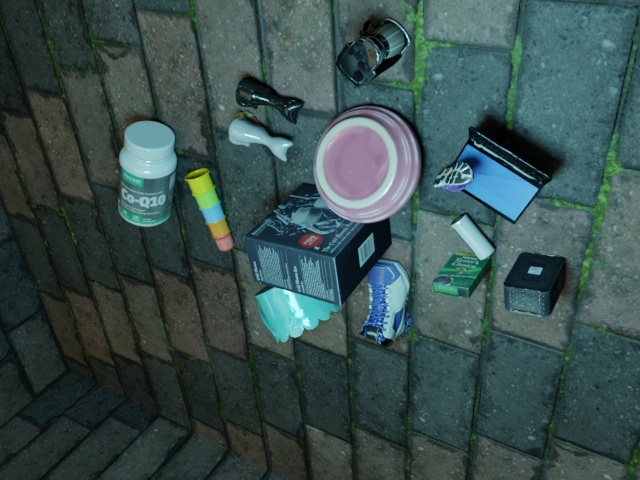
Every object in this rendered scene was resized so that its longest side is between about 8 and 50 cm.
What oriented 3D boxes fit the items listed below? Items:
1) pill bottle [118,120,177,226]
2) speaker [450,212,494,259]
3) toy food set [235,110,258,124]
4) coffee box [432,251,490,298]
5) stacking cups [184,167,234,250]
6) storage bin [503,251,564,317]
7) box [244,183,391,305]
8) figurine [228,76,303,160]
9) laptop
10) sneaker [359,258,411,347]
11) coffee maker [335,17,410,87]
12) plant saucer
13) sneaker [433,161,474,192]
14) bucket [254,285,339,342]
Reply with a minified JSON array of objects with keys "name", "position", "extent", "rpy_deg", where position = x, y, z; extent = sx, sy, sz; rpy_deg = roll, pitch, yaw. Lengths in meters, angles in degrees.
[{"name":"pill bottle","position":[-0.633,-0.243,2.326],"extent":[0.204,0.204,0.361],"rpy_deg":[31,134,14]},{"name":"speaker","position":[0.435,-0.010,1.816],"extent":[0.136,0.055,0.055],"rpy_deg":[49,136,-4]},{"name":"toy food set","position":[-0.235,-0.380,2.064],"extent":[0.083,0.020,0.083],"rpy_deg":[6,123,33]},{"name":"coffee box","position":[0.405,0.096,1.823],"extent":[0.113,0.184,0.040],"rpy_deg":[9,123,33]},{"name":"stacking cups","position":[-0.397,-0.103,2.332],"extent":[0.096,0.096,0.316],"rpy_deg":[2,121,36]},{"name":"storage bin","position":[0.577,0.115,1.712],"extent":[0.122,0.180,0.084],"rpy_deg":[8,125,32]},{"name":"box","position":[0.000,0.000,1.937],"extent":[0.313,0.343,0.178],"rpy_deg":[12,128,29]},{"name":"figurine","position":[-0.166,-0.368,1.965],"extent":[0.210,0.092,0.214],"rpy_deg":[25,124,13]},{"name":"laptop","position":[0.447,-0.161,1.637],"extent":[0.234,0.264,0.136],"rpy_deg":[34,98,10]},{"name":"sneaker","position":[0.207,0.228,2.066],"extent":[0.128,0.182,0.315],"rpy_deg":[6,124,32]},{"name":"coffee maker","position":[0.129,-0.460,1.625],"extent":[0.120,0.178,0.171],"rpy_deg":[30,134,17]},{"name":"plant saucer","position":[0.114,-0.214,1.782],"extent":[0.332,0.084,0.331],"rpy_deg":[1,92,30]},{"name":"sneaker","position":[0.369,-0.163,1.695],"extent":[0.071,0.068,0.170],"rpy_deg":[26,175,-13]},{"name":"bucket","position":[-0.083,0.210,2.211],"extent":[0.281,0.281,0.183],"rpy_deg":[-26,95,44]}]
